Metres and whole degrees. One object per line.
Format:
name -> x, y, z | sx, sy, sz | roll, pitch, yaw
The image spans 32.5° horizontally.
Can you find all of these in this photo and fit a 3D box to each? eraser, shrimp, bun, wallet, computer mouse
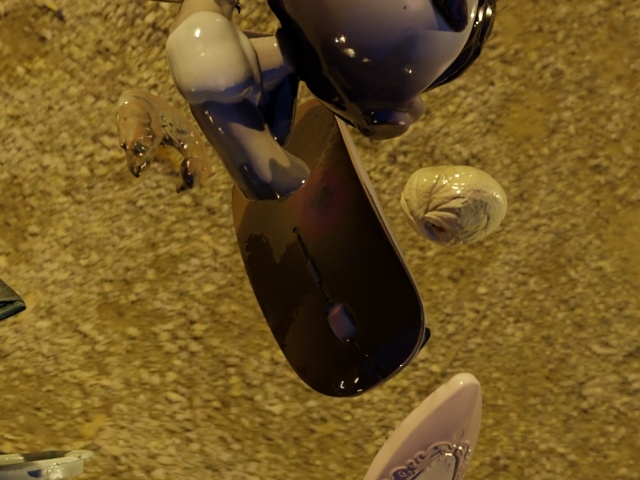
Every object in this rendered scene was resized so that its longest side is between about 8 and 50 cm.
eraser -> 0.195, 0.322, 1.779 | 0.204, 0.059, 0.243 | 4, 121, -35
shrimp -> -0.198, -0.112, 1.386 | 0.145, 0.254, 0.059 | 34, 107, -28
bun -> 0.143, -0.031, 1.185 | 0.115, 0.115, 0.069 | 25, 61, -18
wallet -> -0.454, 0.080, 1.467 | 0.088, 0.129, 0.026 | -25, 120, -29
computer mouse -> 0.000, 0.000, 1.067 | 0.072, 0.158, 0.310 | 18, 43, -48

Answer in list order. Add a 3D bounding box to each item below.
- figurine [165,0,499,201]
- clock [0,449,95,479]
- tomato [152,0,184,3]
figurine -> 0.017, -0.134, 0.589 | 0.222, 0.145, 0.145 | -29, 95, 14
clock -> -0.419, 0.314, 1.456 | 0.236, 0.236, 0.053 | -1, 81, -24
tomato -> -0.092, -0.338, 0.826 | 0.317, 0.282, 0.316 | -14, 120, -26
